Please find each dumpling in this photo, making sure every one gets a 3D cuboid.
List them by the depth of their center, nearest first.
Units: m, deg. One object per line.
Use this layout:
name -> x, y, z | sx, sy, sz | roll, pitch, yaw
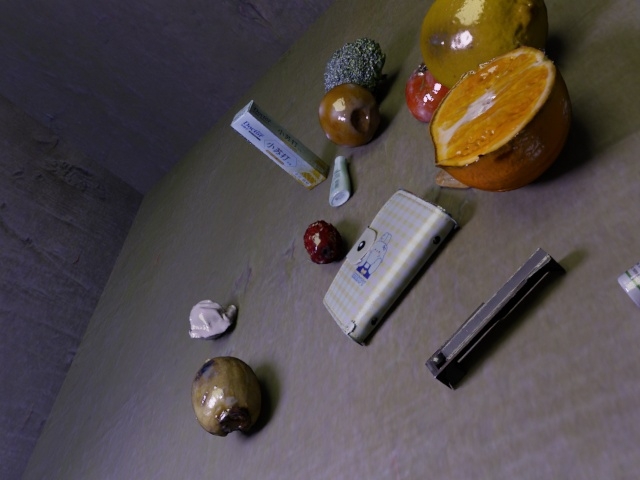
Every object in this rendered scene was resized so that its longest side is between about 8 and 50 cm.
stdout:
dumpling -> -0.300, 0.218, 1.858 | 0.127, 0.108, 0.188 | -22, 14, 10

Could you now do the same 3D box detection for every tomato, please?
tomato -> 0.298, -0.415, 1.663 | 0.237, 0.095, 0.237 | -41, 26, 25

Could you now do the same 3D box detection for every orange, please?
orange -> 0.316, -0.215, 1.181 | 0.274, 0.274, 0.310 | -45, -9, 16

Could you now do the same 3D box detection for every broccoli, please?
broccoli -> 0.107, -0.485, 2.017 | 0.198, 0.226, 0.176 | 14, 47, 39

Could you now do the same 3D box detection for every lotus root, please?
lotus root -> -0.217, 0.332, 1.486 | 0.154, 0.154, 0.278 | -51, 22, 2

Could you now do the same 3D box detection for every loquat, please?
loquat -> 0.080, -0.354, 1.868 | 0.179, 0.179, 0.227 | -50, 21, 4

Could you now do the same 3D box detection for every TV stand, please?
TV stand -> 0.272, 0.123, 1.033 | 0.256, 0.049, 0.040 | -48, 26, 8

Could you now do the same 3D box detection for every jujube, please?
jujube -> 0.003, -0.003, 1.617 | 0.104, 0.104, 0.166 | -48, 23, 10

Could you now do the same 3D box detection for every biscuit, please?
biscuit -> 0.293, -0.141, 1.390 | 0.071, 0.018, 0.147 | -55, 25, -9

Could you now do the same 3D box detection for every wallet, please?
wallet -> 0.130, 0.044, 1.371 | 0.309, 0.077, 0.223 | -52, 28, 3

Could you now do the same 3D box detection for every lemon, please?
lemon -> 0.351, -0.440, 1.419 | 0.284, 0.260, 0.260 | -31, 32, 47

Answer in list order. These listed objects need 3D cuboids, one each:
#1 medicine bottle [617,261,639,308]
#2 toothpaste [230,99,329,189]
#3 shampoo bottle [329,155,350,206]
medicine bottle -> 0.480, 0.000, 0.830 | 0.220, 0.061, 0.092 | -42, 7, 20
toothpaste -> -0.113, -0.275, 1.928 | 0.089, 0.313, 0.071 | -30, 33, 39
shampoo bottle -> 0.054, -0.169, 1.820 | 0.069, 0.041, 0.191 | -44, 25, 30
